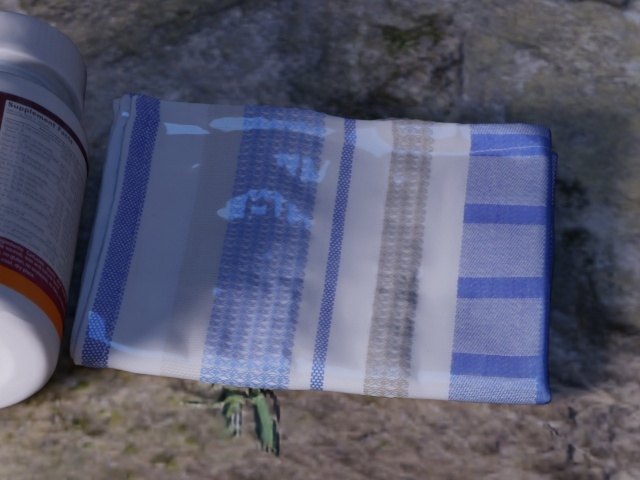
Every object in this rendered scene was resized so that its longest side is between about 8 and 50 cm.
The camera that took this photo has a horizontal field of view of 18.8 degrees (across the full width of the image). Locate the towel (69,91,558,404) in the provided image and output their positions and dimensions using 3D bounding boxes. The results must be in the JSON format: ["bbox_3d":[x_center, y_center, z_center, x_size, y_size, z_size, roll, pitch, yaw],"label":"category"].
[{"bbox_3d":[0.000,0.000,1.161,0.285,0.034,0.209,5,52,3],"label":"towel"}]

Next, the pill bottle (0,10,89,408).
[{"bbox_3d":[-0.199,-0.021,1.119,0.121,0.121,0.221,2,51,1],"label":"pill bottle"}]
